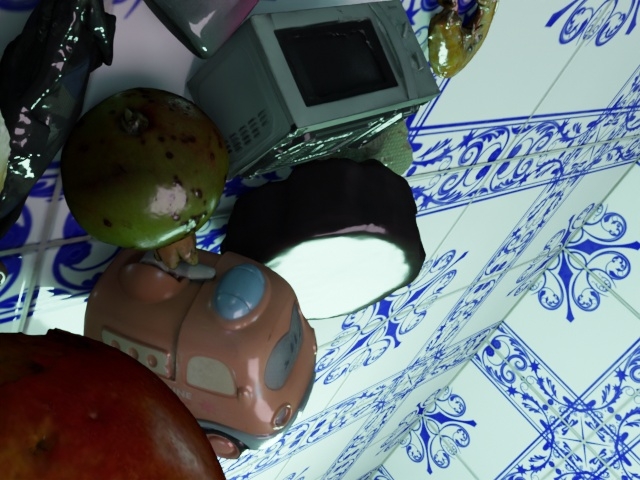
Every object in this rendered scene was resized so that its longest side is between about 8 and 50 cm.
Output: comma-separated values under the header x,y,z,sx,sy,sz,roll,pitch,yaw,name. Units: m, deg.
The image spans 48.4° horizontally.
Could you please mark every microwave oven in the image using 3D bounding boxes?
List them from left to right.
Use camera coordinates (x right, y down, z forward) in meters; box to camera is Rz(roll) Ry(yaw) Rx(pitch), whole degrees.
x,y,z,sx,sy,sz,roll,pitch,yaw,name
-0.005,-0.155,0.748,0.208,0.123,0.162,-21,176,-38,microwave oven

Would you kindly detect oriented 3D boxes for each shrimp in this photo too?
x,y,z,sx,sy,sz,roll,pitch,yaw,name
0.190,-0.294,0.970,0.132,0.051,0.187,-56,162,1,shrimp

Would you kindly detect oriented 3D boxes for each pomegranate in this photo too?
x,y,z,sx,sy,sz,roll,pitch,yaw,name
-0.163,-0.053,0.701,0.159,0.159,0.205,-32,142,-20,pomegranate

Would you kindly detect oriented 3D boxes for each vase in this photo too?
x,y,z,sx,sy,sz,roll,pitch,yaw,name
-0.055,-0.261,0.619,0.214,0.086,0.086,-46,156,-4,vase

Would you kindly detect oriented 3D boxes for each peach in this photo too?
x,y,z,sx,sy,sz,roll,pitch,yaw,name
-0.270,0.252,0.600,0.416,0.339,0.353,21,103,-26,peach

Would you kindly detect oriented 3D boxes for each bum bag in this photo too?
x,y,z,sx,sy,sz,roll,pitch,yaw,name
-0.237,-0.099,0.574,0.074,0.137,0.310,29,115,-20,bum bag

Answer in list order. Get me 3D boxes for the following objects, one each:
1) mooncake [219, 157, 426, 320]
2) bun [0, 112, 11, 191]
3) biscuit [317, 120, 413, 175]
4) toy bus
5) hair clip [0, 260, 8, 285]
x,y,z,sx,sy,sz,roll,pitch,yaw,name
0.000,0.000,0.988,0.282,0.141,0.283,-11,149,-7,mooncake
-0.360,-0.029,0.377,0.365,0.219,0.365,-45,176,-4,bun
0.062,-0.130,1.028,0.150,0.052,0.252,-39,155,-5,biscuit
-0.143,0.107,0.857,0.194,0.287,0.232,-63,163,-46,toy bus
-0.382,0.046,0.690,0.138,0.102,0.123,-5,147,-2,hair clip
